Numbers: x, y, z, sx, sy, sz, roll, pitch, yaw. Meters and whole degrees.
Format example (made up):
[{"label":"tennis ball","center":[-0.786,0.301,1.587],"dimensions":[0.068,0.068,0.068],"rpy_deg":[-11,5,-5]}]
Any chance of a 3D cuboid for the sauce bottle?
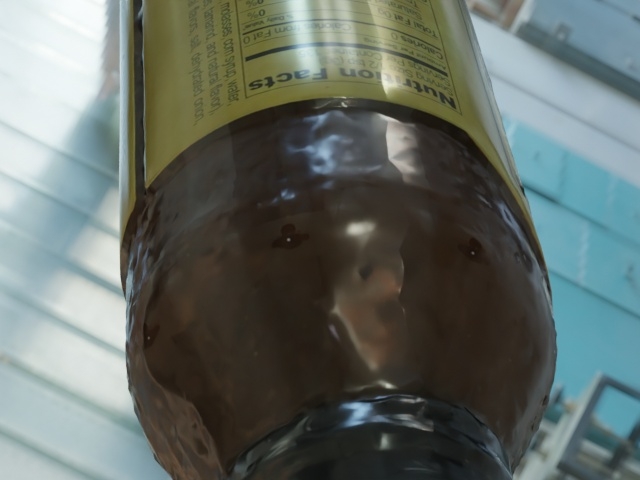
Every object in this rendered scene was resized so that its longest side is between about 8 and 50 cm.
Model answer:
[{"label":"sauce bottle","center":[0.000,0.000,0.425],"dimensions":[0.344,0.111,0.111],"rpy_deg":[-97,29,-49]}]
